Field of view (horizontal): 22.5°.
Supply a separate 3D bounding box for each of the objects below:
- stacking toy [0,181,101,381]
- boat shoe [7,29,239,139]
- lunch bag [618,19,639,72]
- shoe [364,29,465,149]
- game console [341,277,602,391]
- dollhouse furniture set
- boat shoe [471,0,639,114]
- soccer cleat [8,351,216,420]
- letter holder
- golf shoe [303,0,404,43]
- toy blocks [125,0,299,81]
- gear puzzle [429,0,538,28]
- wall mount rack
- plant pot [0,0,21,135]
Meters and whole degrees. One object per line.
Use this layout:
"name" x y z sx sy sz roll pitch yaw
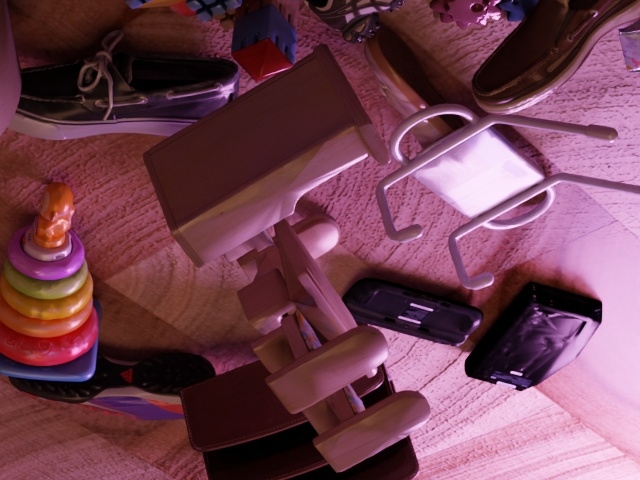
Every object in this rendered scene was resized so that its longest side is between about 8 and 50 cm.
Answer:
"stacking toy" -0.379 0.040 2.222 0.165 0.175 0.302 7 131 -8
"boat shoe" -0.249 -0.186 1.930 0.306 0.113 0.105 6 136 -6
"lunch bag" 0.391 -0.235 1.854 0.083 0.053 0.071 -1 141 23
"shoe" 0.106 -0.171 1.942 0.058 0.077 0.219 -24 137 22
"game console" 0.212 0.116 2.331 0.361 0.044 0.213 16 139 -15
"dollhouse furniture set" 0.000 0.000 1.957 0.256 0.362 0.394 -30 133 4
"boat shoe" 0.262 -0.248 1.763 0.257 0.095 0.095 -40 135 -1
"soccer cleat" -0.321 0.231 2.476 0.318 0.109 0.116 3 139 -4
"letter holder" -0.029 0.289 2.372 0.301 0.214 0.152 -20 138 4
"golf shoe" 0.049 -0.293 1.785 0.093 0.077 0.198 27 143 -16
"toy blocks" -0.135 -0.326 1.616 0.190 0.261 0.381 -18 136 27
"gear puzzle" 0.205 -0.348 1.732 0.175 0.044 0.339 1 142 5
"wall mount rack" 0.249 -0.067 1.973 0.304 0.131 0.350 -29 148 21
"plant pot" -0.466 -0.238 1.754 0.333 0.334 0.305 0 153 5
